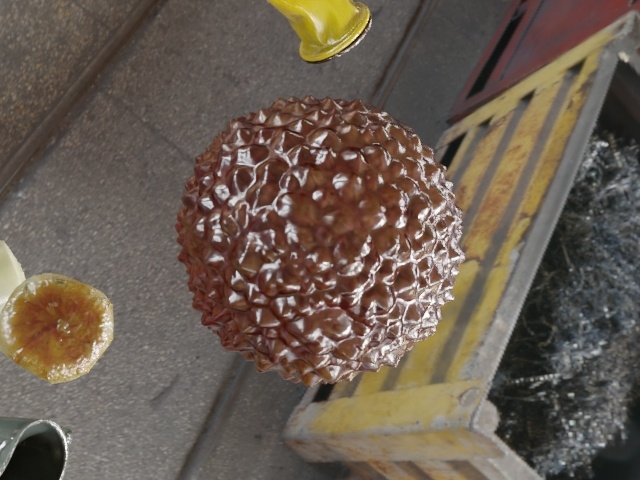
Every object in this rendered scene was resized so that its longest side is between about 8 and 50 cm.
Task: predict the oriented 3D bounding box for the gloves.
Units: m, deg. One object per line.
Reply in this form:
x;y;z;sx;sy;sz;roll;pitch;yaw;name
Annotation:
-0.050;-0.386;0.976;0.294;0.116;0.133;51;60;-37;gloves

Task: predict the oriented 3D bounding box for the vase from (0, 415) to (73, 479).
-0.587;0.371;1.289;0.251;0.300;0.156;-15;106;-63;vase

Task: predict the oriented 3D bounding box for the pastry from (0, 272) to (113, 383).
-0.465;0.151;1.294;0.192;0.093;0.182;36;71;-17;pastry

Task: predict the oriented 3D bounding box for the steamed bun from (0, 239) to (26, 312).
-0.716;0.091;1.508;0.200;0.250;0.155;-18;88;-26;steamed bun

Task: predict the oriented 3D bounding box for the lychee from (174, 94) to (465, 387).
0.000;0.000;0.664;0.264;0.264;0.300;65;20;0;lychee
